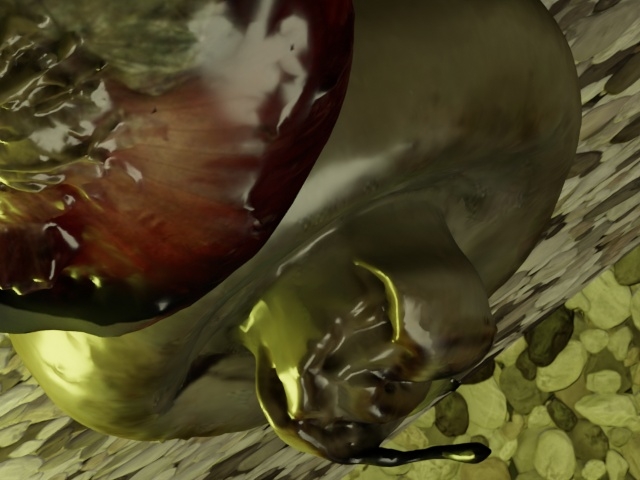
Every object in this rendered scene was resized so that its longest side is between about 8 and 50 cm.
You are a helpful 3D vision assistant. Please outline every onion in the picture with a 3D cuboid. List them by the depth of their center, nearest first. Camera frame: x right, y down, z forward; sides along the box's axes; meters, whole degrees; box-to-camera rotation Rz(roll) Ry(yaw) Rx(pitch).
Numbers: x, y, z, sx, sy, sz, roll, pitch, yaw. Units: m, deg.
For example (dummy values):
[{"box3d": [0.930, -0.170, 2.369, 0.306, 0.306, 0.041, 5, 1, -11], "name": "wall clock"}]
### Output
[{"box3d": [-0.115, -0.092, 0.653, 0.272, 0.272, 0.195, -50, -158, 44], "name": "onion"}]

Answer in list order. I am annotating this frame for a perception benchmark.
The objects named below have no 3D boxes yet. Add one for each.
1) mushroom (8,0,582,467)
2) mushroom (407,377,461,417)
[{"box3d": [0.000, 0.000, 0.926, 0.362, 0.294, 0.362, -26, 156, -12], "name": "mushroom"}, {"box3d": [-0.023, 0.059, 1.210, 0.212, 0.217, 0.292, -23, 161, -33], "name": "mushroom"}]
